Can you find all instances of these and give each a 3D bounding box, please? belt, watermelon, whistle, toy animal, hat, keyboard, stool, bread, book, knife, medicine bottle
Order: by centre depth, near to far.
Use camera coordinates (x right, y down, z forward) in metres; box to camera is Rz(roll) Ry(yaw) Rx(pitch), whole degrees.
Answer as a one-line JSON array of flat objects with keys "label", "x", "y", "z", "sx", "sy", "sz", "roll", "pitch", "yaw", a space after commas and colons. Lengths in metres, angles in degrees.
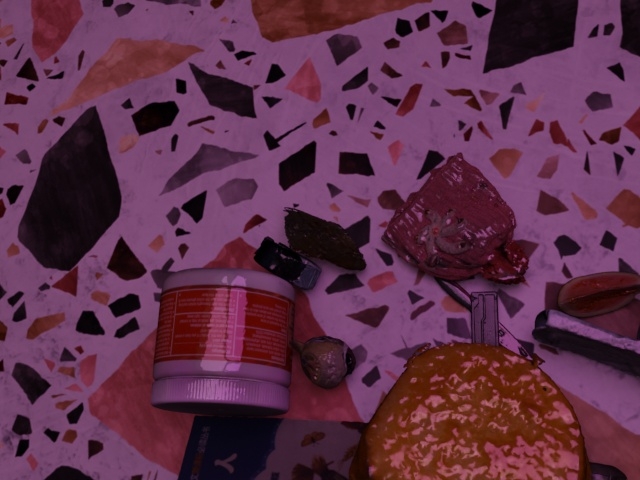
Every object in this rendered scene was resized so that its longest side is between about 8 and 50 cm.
[{"label": "bread", "x": 0.235, "y": 0.362, "z": 1.194, "sx": 0.398, "sy": 0.215, "sz": 0.398, "roll": -5, "pitch": 53, "yaw": 6}, {"label": "stool", "x": 0.463, "y": 0.431, "z": 1.265, "sx": 0.096, "sy": 0.096, "sz": 0.110, "roll": 8, "pitch": 77, "yaw": 14}, {"label": "whistle", "x": 0.580, "y": 0.181, "z": 1.285, "sx": 0.405, "sy": 0.168, "sz": 0.188, "roll": -11, "pitch": 69, "yaw": 7}, {"label": "book", "x": -0.049, "y": 0.454, "z": 1.322, "sx": 0.428, "sy": 0.039, "sz": 0.300, "roll": 0, "pitch": 48, "yaw": 9}, {"label": "watermelon", "x": 0.512, "y": 0.106, "z": 1.381, "sx": 0.163, "sy": 0.087, "sz": 0.069, "roll": -14, "pitch": 106, "yaw": 8}, {"label": "medicine bottle", "x": -0.176, "y": 0.192, "z": 1.385, "sx": 0.252, "sy": 0.252, "sz": 0.241, "roll": 0, "pitch": 71, "yaw": 11}, {"label": "keyboard", "x": 0.310, "y": 0.173, "z": 1.413, "sx": 0.053, "sy": 0.010, "sz": 0.155, "roll": -1, "pitch": 81, "yaw": 13}, {"label": "knife", "x": 0.306, "y": 0.146, "z": 1.431, "sx": 0.035, "sy": 0.018, "sz": 0.247, "roll": -44, "pitch": 70, "yaw": -4}, {"label": "toy animal", "x": 0.006, "y": 0.219, "z": 1.432, "sx": 0.098, "sy": 0.098, "sz": 0.137, "roll": -47, "pitch": 51, "yaw": -7}, {"label": "hat", "x": 0.278, "y": -0.016, "z": 1.445, "sx": 0.237, "sy": 0.107, "sz": 0.286, "roll": -48, "pitch": 65, "yaw": 4}, {"label": "belt", "x": -0.066, "y": 0.048, "z": 1.489, "sx": 0.140, "sy": 0.105, "sz": 0.058, "roll": 30, "pitch": 96, "yaw": 13}]

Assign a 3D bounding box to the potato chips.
[{"label": "potato chips", "x": 0.000, "y": 0.000, "z": 1.506, "sx": 0.142, "sy": 0.026, "sz": 0.209, "roll": -16, "pitch": 52, "yaw": -32}]
